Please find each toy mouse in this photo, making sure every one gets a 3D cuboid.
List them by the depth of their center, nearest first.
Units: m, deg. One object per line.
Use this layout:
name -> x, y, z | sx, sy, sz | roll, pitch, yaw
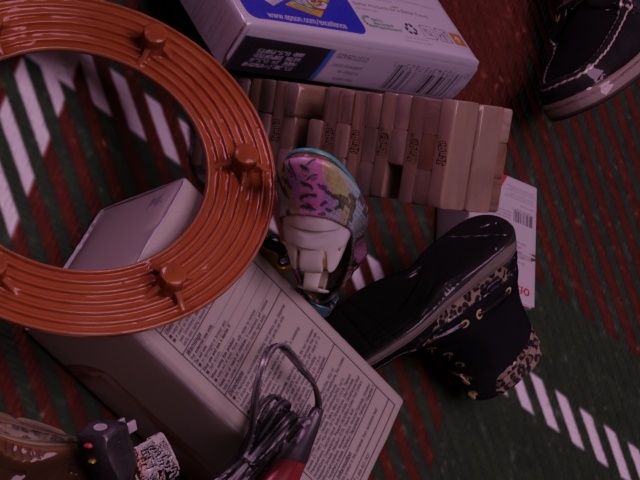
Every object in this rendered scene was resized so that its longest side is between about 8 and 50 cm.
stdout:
toy mouse -> -0.039, 0.040, 1.711 | 0.161, 0.031, 0.143 | 18, 25, -36

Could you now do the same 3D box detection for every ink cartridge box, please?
ink cartridge box -> -0.033, -0.272, 1.804 | 0.303, 0.072, 0.307 | 2, 45, -42
ink cartridge box -> 0.169, 0.001, 1.950 | 0.099, 0.056, 0.135 | 20, 64, -37

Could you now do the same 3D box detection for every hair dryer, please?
hair dryer -> -0.058, 0.246, 1.507 | 0.223, 0.080, 0.294 | -18, 102, -29

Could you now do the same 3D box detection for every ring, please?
ring -> -0.196, -0.073, 1.529 | 0.336, 0.032, 0.337 | 9, 55, -13

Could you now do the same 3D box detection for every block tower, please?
block tower -> 0.020, -0.087, 1.653 | 0.091, 0.335, 0.097 | 5, 96, -43

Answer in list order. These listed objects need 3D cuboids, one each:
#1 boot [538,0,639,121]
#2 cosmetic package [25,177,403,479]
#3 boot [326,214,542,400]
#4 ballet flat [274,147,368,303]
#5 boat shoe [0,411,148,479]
boot -> 0.273, -0.327, 2.093 | 0.284, 0.138, 0.377 | 54, 44, -18
cosmetic package -> -0.086, 0.108, 1.625 | 0.296, 0.129, 0.153 | 48, 51, -23
boot -> 0.111, 0.104, 1.833 | 0.236, 0.085, 0.179 | -36, 133, -14
ballet flat -> 0.000, 0.000, 1.591 | 0.221, 0.077, 0.079 | 77, 26, -69
boat shoe -> -0.273, 0.178, 1.468 | 0.285, 0.089, 0.105 | 17, 92, -36
